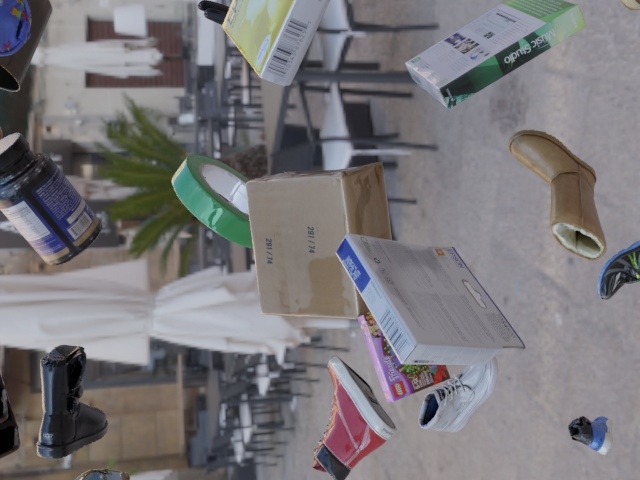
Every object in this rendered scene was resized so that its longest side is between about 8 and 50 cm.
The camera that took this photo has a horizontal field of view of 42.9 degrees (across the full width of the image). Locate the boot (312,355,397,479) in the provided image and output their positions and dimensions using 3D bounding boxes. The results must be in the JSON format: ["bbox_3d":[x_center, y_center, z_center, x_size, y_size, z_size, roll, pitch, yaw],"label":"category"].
[{"bbox_3d":[0.028,0.347,1.586,0.176,0.088,0.244,-46,32,8],"label":"boot"}]

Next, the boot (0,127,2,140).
[{"bbox_3d":[-0.743,-0.282,1.767,0.197,0.073,0.152,42,144,29],"label":"boot"}]

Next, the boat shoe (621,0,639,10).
[{"bbox_3d":[0.676,-0.664,1.792,0.342,0.123,0.123,53,165,-22],"label":"boat shoe"}]

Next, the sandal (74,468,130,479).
[{"bbox_3d":[-0.451,0.489,1.626,0.180,0.049,0.072,-18,56,38],"label":"sandal"}]

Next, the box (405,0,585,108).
[{"bbox_3d":[0.357,-0.408,1.705,0.058,0.322,0.232,56,-175,-28],"label":"box"}]

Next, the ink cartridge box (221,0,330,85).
[{"bbox_3d":[-0.063,-0.452,1.327,0.304,0.072,0.307,-63,38,23],"label":"ink cartridge box"}]

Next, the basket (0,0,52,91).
[{"bbox_3d":[-0.763,-0.509,1.967,0.154,0.204,0.227,-32,32,63],"label":"basket"}]

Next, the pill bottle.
[{"bbox_3d":[-0.491,-0.073,1.417,0.219,0.122,0.123,59,-175,-29],"label":"pill bottle"}]

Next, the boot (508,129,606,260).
[{"bbox_3d":[0.510,-0.107,1.756,0.089,0.236,0.270,-59,8,40],"label":"boot"}]

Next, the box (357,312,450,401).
[{"bbox_3d":[0.240,0.301,2.386,0.293,0.200,0.057,70,159,5],"label":"box"}]

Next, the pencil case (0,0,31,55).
[{"bbox_3d":[-0.619,-0.396,1.449,0.306,0.133,0.120,19,93,46],"label":"pencil case"}]

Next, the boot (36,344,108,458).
[{"bbox_3d":[-0.509,0.320,1.699,0.246,0.094,0.207,-14,-70,-80],"label":"boot"}]

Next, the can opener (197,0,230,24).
[{"bbox_3d":[-0.163,-0.425,1.577,0.059,0.186,0.073,42,110,24],"label":"can opener"}]

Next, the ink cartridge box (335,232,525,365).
[{"bbox_3d":[0.158,0.087,1.181,0.045,0.223,0.223,-58,43,30],"label":"ink cartridge box"}]

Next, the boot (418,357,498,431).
[{"bbox_3d":[0.344,0.389,2.061,0.095,0.123,0.258,56,132,49],"label":"boot"}]

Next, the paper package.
[{"bbox_3d":[0.000,0.000,1.851,0.309,0.168,0.325,-1,101,39],"label":"paper package"}]

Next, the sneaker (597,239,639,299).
[{"bbox_3d":[0.631,0.053,1.617,0.067,0.188,0.078,49,-175,-46],"label":"sneaker"}]

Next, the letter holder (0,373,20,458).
[{"bbox_3d":[-0.618,0.299,1.206,0.214,0.301,0.152,21,125,65],"label":"letter holder"}]

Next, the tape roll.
[{"bbox_3d":[-0.261,-0.112,2.273,0.077,0.321,0.321,-50,28,18],"label":"tape roll"}]

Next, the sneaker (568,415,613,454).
[{"bbox_3d":[0.583,0.406,1.771,0.058,0.084,0.152,-67,-10,17],"label":"sneaker"}]
